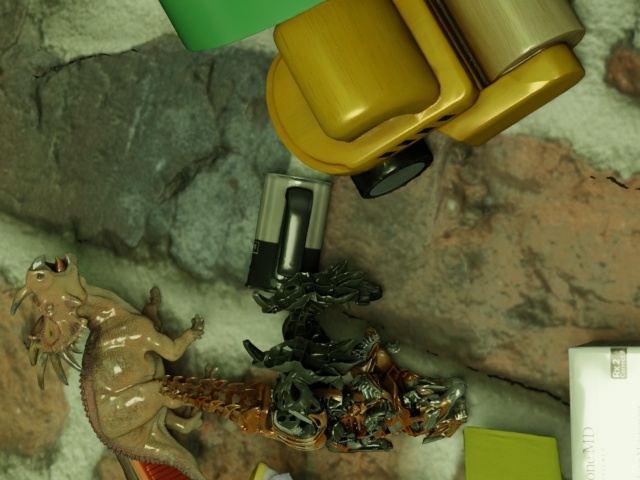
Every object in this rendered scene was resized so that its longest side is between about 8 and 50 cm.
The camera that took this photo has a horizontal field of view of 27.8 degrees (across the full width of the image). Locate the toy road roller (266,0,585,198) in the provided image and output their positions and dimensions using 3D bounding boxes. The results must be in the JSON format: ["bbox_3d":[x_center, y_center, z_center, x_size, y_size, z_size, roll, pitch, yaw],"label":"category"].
[{"bbox_3d":[0.095,-0.195,1.359,0.329,0.240,0.202,-32,79,16],"label":"toy road roller"}]

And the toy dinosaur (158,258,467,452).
[{"bbox_3d":[-0.005,0.165,1.400,0.322,0.218,0.164,-14,43,-12],"label":"toy dinosaur"}]

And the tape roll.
[{"bbox_3d":[-0.021,-0.312,1.365,0.321,0.321,0.077,-24,111,17],"label":"tape roll"}]

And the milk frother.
[{"bbox_3d":[0.000,0.000,1.472,0.143,0.129,0.135,9,92,-24],"label":"milk frother"}]

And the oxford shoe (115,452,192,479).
[{"bbox_3d":[-0.189,0.331,1.518,0.098,0.097,0.271,-35,77,22],"label":"oxford shoe"}]

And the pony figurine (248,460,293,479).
[{"bbox_3d":[0.068,0.374,1.336,0.363,0.303,0.351,25,122,-3],"label":"pony figurine"}]

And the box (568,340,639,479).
[{"bbox_3d":[0.319,0.192,1.297,0.119,0.182,0.181,-2,87,19],"label":"box"}]

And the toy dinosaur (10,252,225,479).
[{"bbox_3d":[-0.232,0.156,1.468,0.127,0.200,0.295,-28,79,59],"label":"toy dinosaur"}]

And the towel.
[{"bbox_3d":[0.189,0.269,1.240,0.102,0.237,0.021,9,124,-3],"label":"towel"}]
